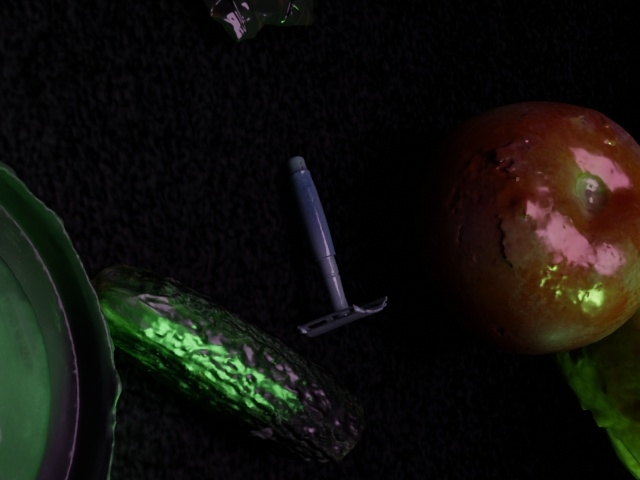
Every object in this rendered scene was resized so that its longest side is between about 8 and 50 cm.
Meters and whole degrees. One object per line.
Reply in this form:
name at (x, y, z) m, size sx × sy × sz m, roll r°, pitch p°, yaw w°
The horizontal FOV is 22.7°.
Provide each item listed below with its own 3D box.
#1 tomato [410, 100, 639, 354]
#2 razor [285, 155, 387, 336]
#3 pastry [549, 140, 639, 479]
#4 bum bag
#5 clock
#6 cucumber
tomato at (0.171, -0.009, 1.291) m, size 0.208 × 0.184 × 0.208 m, roll 9°, pitch 66°, yaw -22°
razor at (0.000, 0.000, 1.218) m, size 0.040 × 0.068 × 0.135 m, roll -6°, pitch 76°, yaw -48°
pastry at (0.363, 0.074, 1.458) m, size 0.356 × 0.164 × 0.356 m, roll 10°, pitch 69°, yaw -27°
bum bag at (-0.044, -0.183, 1.211) m, size 0.124 × 0.034 × 0.058 m, roll -21°, pitch 89°, yaw -46°
clock at (-0.261, 0.088, 0.917) m, size 0.325 × 0.067 × 0.325 m, roll 10°, pitch 75°, yaw -44°
cucumber at (-0.071, 0.082, 1.111) m, size 0.241 × 0.074 × 0.074 m, roll 36°, pitch 59°, yaw -34°
